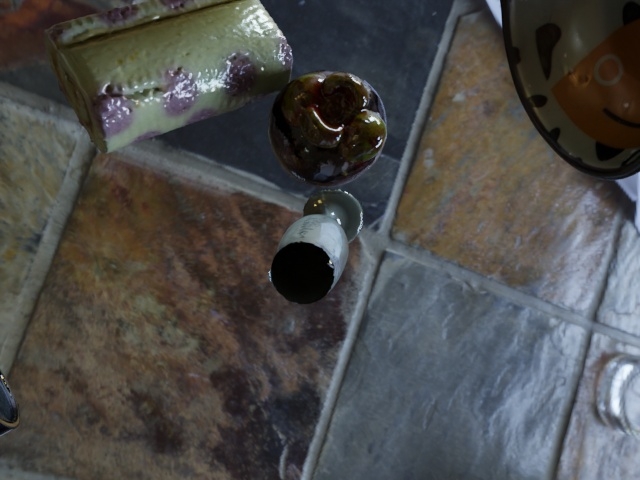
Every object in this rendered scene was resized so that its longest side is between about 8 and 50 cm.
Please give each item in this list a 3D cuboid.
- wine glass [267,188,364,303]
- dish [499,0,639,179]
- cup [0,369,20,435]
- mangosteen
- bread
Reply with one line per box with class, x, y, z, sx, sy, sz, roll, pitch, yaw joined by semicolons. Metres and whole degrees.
wine glass;0.000;0.000;0.572;0.074;0.262;0.074;1;102;6
dish;0.311;-0.215;0.634;0.120;0.303;0.303;-22;97;-6
cup;-0.499;0.249;0.765;0.177;0.166;0.239;-32;62;-16
mangosteen;0.011;-0.185;0.979;0.209;0.210;0.210;0;89;-21
bread;-0.224;-0.273;0.943;0.338;0.155;0.187;-27;73;-25
